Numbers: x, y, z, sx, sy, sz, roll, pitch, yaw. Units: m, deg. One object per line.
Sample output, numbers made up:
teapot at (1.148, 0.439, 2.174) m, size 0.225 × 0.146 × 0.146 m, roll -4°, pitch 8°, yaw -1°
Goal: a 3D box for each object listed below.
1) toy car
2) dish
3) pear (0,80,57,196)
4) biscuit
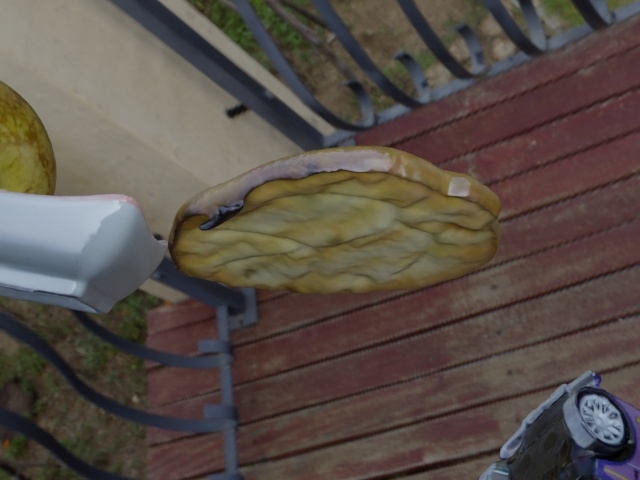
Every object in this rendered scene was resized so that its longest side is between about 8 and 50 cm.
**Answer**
toy car at (0.248, 0.255, 0.873) m, size 0.172 × 0.158 × 0.235 m, roll -57°, pitch 12°, yaw 40°
dish at (-0.233, 0.003, 0.727) m, size 0.212 × 0.151 × 0.077 m, roll 10°, pitch 77°, yaw 3°
pear at (-0.456, -0.070, 1.145) m, size 0.280 × 0.280 × 0.281 m, roll -14°, pitch 62°, yaw 28°
biscuit at (0.000, -0.005, 0.662) m, size 0.260 × 0.203 × 0.041 m, roll -13°, pitch 66°, yaw 36°
